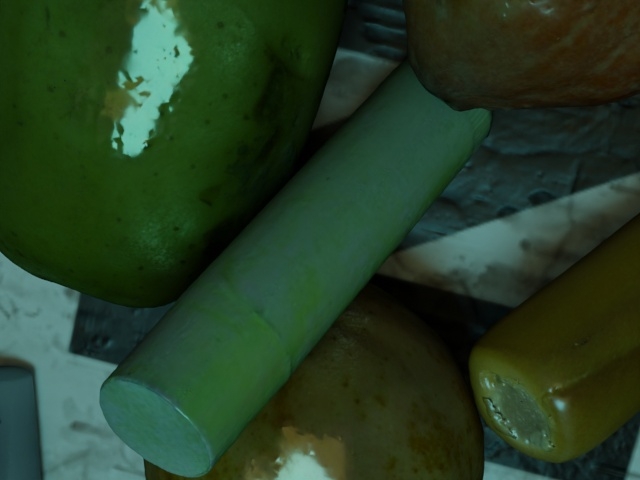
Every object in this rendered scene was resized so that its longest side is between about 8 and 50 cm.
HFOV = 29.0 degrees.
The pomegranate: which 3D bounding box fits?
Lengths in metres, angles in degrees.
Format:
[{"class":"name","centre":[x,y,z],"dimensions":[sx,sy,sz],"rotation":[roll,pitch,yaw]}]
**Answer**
[{"class":"pomegranate","centre":[-0.003,0.125,0.752],"dimensions":[0.207,0.207,0.207],"rotation":[1,100,5]}]

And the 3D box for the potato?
[{"class":"potato","centre":[-0.096,-0.112,0.712],"dimensions":[0.216,0.216,0.304],"rotation":[12,110,3]}]

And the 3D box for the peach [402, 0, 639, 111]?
[{"class":"peach","centre":[0.130,-0.170,0.679],"dimensions":[0.233,0.232,0.232],"rotation":[1,100,5]}]

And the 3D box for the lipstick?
[{"class":"lipstick","centre":[0.000,0.000,0.692],"dimensions":[0.076,0.304,0.076],"rotation":[24,141,22]}]

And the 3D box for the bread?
[{"class":"bread","centre":[0.197,0.038,0.727],"dimensions":[0.239,0.074,0.092],"rotation":[-35,99,-19]}]

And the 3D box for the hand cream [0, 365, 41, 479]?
[{"class":"hand cream","centre":[-0.222,0.213,0.856],"dimensions":[0.079,0.048,0.255],"rotation":[-10,99,-21]}]
